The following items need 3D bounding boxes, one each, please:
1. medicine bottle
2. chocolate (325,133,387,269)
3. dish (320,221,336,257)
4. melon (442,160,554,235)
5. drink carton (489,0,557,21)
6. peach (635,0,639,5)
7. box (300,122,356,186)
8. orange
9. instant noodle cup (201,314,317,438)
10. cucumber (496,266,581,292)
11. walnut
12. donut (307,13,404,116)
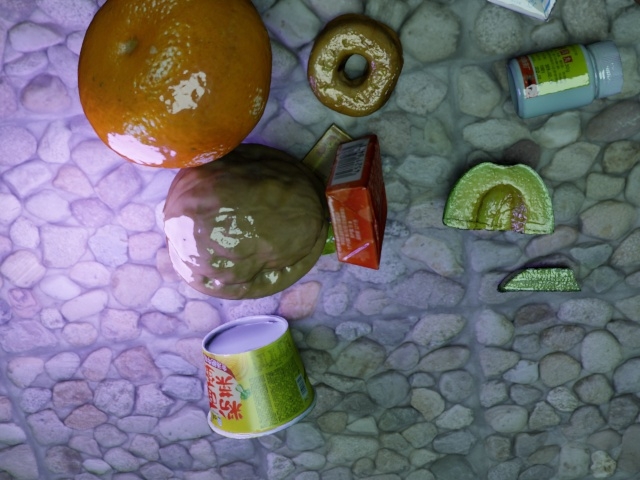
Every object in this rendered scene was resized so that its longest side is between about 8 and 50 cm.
[{"bbox_3d":[0.538,-0.358,1.697,0.225,0.139,0.139,-11,117,8],"label":"medicine bottle"},{"bbox_3d":[0.090,-0.089,1.786,0.107,0.237,0.235,-3,128,12],"label":"chocolate"},{"bbox_3d":[0.000,0.000,1.954,0.091,0.039,0.137,37,113,-22],"label":"dish"},{"bbox_3d":[0.427,-0.106,1.851,0.265,0.129,0.169,5,95,2],"label":"melon"},{"bbox_3d":[0.389,-0.565,1.488,0.132,0.325,0.194,19,116,-7],"label":"drink carton"},{"bbox_3d":[0.745,-0.567,1.554,0.214,0.214,0.236,22,109,-10],"label":"peach"},{"bbox_3d":[0.015,-0.201,1.857,0.089,0.022,0.156,33,113,-17],"label":"box"},{"bbox_3d":[-0.292,-0.350,1.597,0.423,0.424,0.326,-32,155,16],"label":"orange"},{"bbox_3d":[-0.176,0.342,2.013,0.311,0.311,0.222,-9,107,6],"label":"instant noodle cup"},{"bbox_3d":[0.566,0.096,1.988,0.219,0.046,0.071,-2,115,0],"label":"cucumber"},{"bbox_3d":[-0.176,-0.047,1.759,0.383,0.384,0.384,1,118,1],"label":"walnut"},{"bbox_3d":[0.076,-0.387,1.710,0.226,0.114,0.227,1,118,3],"label":"donut"}]
